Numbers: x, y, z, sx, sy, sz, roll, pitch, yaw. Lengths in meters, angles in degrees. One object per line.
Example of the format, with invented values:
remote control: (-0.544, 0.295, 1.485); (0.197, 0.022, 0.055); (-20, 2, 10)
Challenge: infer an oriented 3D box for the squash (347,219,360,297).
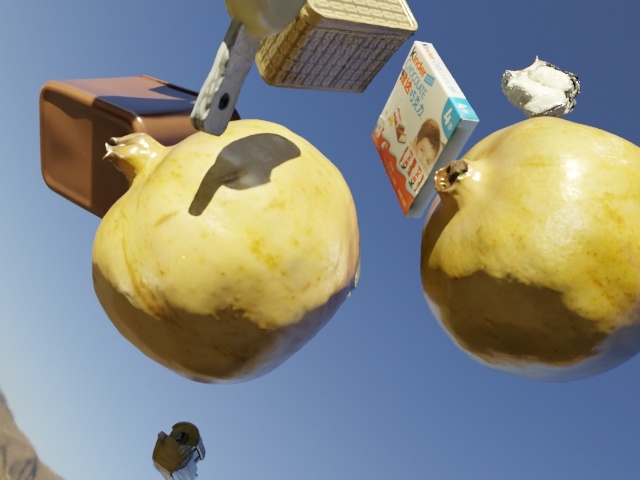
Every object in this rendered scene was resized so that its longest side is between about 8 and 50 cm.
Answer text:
squash: (0.000, 0.000, 1.146); (0.155, 0.237, 0.203); (5, -83, 8)

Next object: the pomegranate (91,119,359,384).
pomegranate: (-0.119, -0.005, 0.705); (0.343, 0.343, 0.342); (30, -47, 39)

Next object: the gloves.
gloves: (0.415, -0.276, 1.072); (0.153, 0.115, 0.070); (-113, -179, -49)

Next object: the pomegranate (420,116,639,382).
pomegranate: (0.196, 0.009, 0.499); (0.233, 0.233, 0.233); (30, -47, 39)

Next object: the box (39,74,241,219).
box: (-0.355, -0.176, 1.115); (0.340, 0.229, 0.239); (24, -64, 30)

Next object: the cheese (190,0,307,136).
cheese: (-0.060, -0.206, 0.516); (0.050, 0.127, 0.234); (26, -83, 17)

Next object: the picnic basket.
picnic basket: (-0.012, -0.425, 0.948); (0.175, 0.228, 0.312); (-42, -118, 49)

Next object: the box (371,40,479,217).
box: (0.206, -0.233, 1.213); (0.264, 0.048, 0.273); (114, -29, -42)

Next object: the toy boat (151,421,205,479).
toy boat: (-0.243, 0.383, 1.015); (0.068, 0.088, 0.226); (29, -31, 15)
